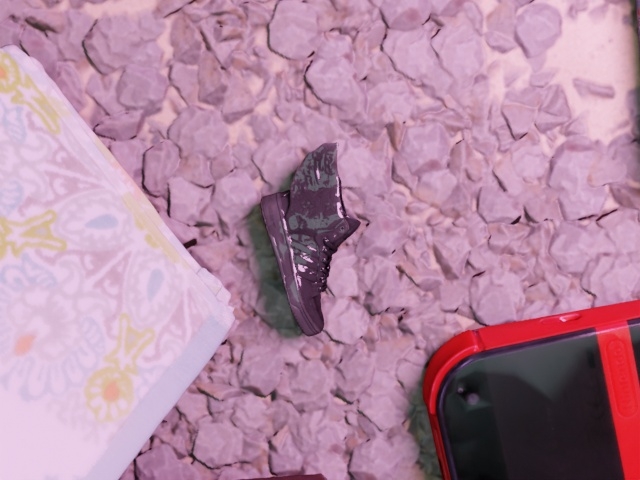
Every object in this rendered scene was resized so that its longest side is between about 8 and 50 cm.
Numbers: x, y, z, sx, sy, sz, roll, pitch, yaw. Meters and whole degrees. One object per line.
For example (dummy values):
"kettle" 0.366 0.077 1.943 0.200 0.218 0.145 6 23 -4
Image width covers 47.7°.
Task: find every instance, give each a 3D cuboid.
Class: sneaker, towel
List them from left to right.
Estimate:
"towel" -0.257 0.060 0.538 0.090 0.374 0.321 -22 112 41
"sneaker" 0.000 0.000 0.683 0.089 0.051 0.170 -17 93 6

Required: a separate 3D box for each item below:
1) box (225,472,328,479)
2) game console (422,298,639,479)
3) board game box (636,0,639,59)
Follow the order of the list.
"box" -0.165 0.331 0.635 0.381 0.143 0.191 1 93 -15
"game console" 0.296 0.252 0.696 0.341 0.060 0.387 -13 97 7
"board game box" 0.377 -0.172 0.666 0.194 0.060 0.194 -21 97 2
